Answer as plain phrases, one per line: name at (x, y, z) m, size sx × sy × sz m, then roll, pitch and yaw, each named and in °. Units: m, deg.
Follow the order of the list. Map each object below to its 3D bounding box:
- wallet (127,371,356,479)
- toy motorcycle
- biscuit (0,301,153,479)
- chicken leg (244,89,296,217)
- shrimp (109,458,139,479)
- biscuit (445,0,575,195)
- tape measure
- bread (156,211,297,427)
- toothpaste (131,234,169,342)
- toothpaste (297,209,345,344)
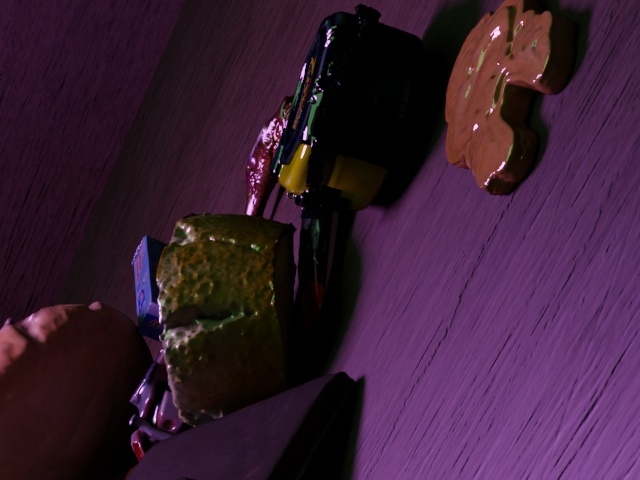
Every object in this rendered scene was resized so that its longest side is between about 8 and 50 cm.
wallet at (-0.098, 0.205, 1.657) m, size 0.309 × 0.042 × 0.165 m, roll -24°, pitch 23°, yaw 51°
toy motorcycle at (-0.163, 0.171, 2.130) m, size 0.122 × 0.082 × 0.213 m, roll -93°, pitch 25°, yaw -62°
biscuit at (-0.372, 0.274, 2.404) m, size 0.429 × 0.104 × 0.446 m, roll 9°, pitch -65°, yaw -59°
chicken leg at (-0.049, -0.089, 2.145) m, size 0.093 × 0.053 × 0.205 m, roll -105°, pitch 31°, yaw -44°
shrimp at (-0.274, 0.354, 2.397) m, size 0.253 × 0.058 × 0.173 m, roll -39°, pitch 25°, yaw 60°
biscuit at (0.135, -0.120, 1.453) m, size 0.144 × 0.040 × 0.236 m, roll -63°, pitch 16°, yaw 8°
tape measure at (0.029, -0.110, 1.706) m, size 0.186 × 0.112 × 0.199 m, roll -128°, pitch 53°, yaw -83°
bread at (-0.086, 0.068, 1.814) m, size 0.257 × 0.124 × 0.186 m, roll -82°, pitch -6°, yaw -69°
toothpaste at (-0.210, 0.067, 2.522) m, size 0.272 × 0.066 × 0.053 m, roll -110°, pitch 42°, yaw -70°
toothpaste at (0.000, 0.000, 1.814) m, size 0.071 × 0.045 × 0.193 m, roll 118°, pitch 161°, yaw -61°
